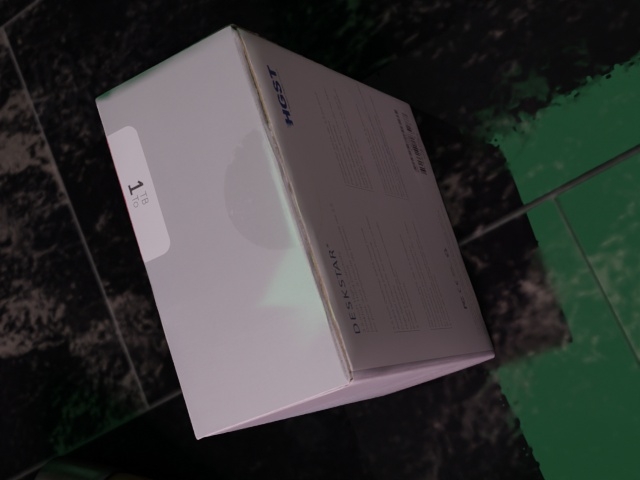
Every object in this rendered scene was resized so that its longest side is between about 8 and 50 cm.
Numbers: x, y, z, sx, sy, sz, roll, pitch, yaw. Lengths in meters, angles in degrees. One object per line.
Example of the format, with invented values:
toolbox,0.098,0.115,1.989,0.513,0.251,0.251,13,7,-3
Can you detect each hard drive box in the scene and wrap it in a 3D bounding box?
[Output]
hard drive box,0.000,0.000,0.593,0.089,0.232,0.181,-23,77,22

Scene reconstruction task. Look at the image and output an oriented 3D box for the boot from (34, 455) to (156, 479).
boot,-0.086,0.305,0.717,0.280,0.096,0.264,14,86,18
